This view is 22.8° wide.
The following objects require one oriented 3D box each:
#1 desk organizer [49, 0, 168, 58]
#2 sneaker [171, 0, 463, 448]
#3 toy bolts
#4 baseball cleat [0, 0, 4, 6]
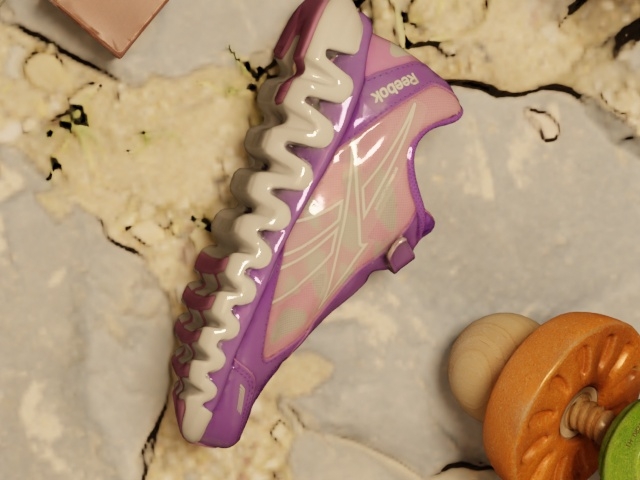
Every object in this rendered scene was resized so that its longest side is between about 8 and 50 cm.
[{"bbox_3d":[-0.079,-0.155,0.784,0.050,0.047,0.130,40,91,-11],"label":"desk organizer"},{"bbox_3d":[0.000,0.000,0.791,0.104,0.095,0.236,21,92,-16],"label":"sneaker"},{"bbox_3d":[0.121,0.165,0.825,0.228,0.158,0.218,-55,139,-8],"label":"toy bolts"},{"bbox_3d":[-0.185,-0.149,0.761,0.109,0.072,0.206,33,88,-2],"label":"baseball cleat"}]
